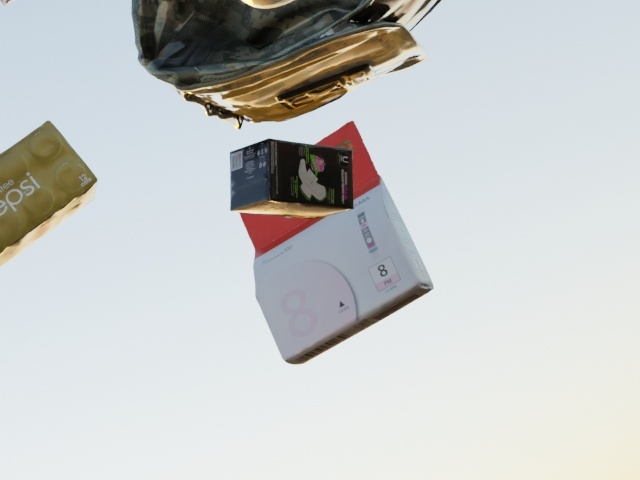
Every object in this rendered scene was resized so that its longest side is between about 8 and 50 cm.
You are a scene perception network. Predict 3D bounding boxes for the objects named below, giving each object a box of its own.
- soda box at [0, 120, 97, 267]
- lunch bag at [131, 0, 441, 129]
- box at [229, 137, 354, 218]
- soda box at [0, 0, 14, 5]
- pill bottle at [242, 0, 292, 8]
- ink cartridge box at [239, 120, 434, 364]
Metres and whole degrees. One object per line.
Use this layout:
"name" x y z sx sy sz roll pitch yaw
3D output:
"soda box" -0.253 -0.008 1.174 0.181 0.061 0.058 -38 -4 -17
"lunch bag" 0.009 -0.193 1.030 0.287 0.169 0.235 -55 -8 5
"box" -0.023 -0.049 1.291 0.083 0.052 0.062 6 -11 -34
"soda box" -0.154 -0.281 1.232 0.263 0.092 0.083 -34 2 -37
"pill bottle" -0.047 -0.150 0.499 0.086 0.152 0.086 -46 -11 -12
"ink cartridge box" 0.000 0.000 1.846 0.189 0.232 0.066 -31 -17 19
